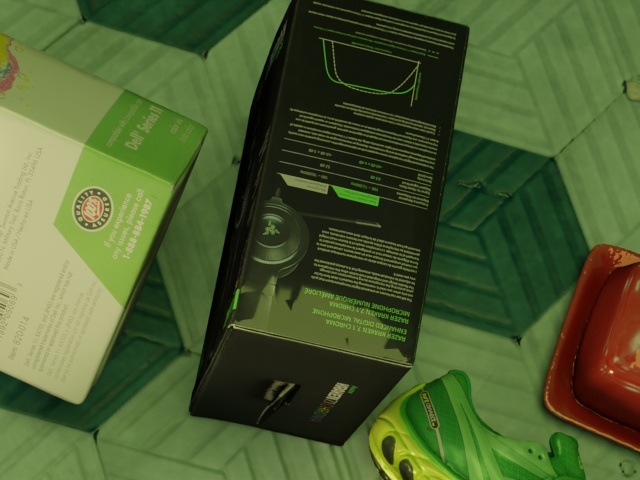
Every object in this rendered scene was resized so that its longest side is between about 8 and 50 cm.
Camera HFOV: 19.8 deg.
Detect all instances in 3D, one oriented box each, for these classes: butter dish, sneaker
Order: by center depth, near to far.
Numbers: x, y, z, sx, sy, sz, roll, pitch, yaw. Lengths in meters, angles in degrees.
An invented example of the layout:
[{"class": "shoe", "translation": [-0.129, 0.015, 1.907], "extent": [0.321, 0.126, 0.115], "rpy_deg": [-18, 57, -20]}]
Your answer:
[{"class": "sneaker", "translation": [0.173, 0.211, 1.386], "extent": [0.295, 0.109, 0.123], "rpy_deg": [43, 73, 6]}, {"class": "butter dish", "translation": [0.278, 0.081, 1.447], "extent": [0.160, 0.118, 0.160], "rpy_deg": [23, 68, -3]}]

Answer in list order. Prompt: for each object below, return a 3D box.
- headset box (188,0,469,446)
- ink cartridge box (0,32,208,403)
[{"class": "headset box", "translation": [0.000, 0.000, 1.356], "extent": [0.131, 0.246, 0.283], "rpy_deg": [13, 70, -7]}, {"class": "ink cartridge box", "translation": [-0.286, -0.053, 1.332], "extent": [0.353, 0.207, 0.119], "rpy_deg": [25, 28, -2]}]
